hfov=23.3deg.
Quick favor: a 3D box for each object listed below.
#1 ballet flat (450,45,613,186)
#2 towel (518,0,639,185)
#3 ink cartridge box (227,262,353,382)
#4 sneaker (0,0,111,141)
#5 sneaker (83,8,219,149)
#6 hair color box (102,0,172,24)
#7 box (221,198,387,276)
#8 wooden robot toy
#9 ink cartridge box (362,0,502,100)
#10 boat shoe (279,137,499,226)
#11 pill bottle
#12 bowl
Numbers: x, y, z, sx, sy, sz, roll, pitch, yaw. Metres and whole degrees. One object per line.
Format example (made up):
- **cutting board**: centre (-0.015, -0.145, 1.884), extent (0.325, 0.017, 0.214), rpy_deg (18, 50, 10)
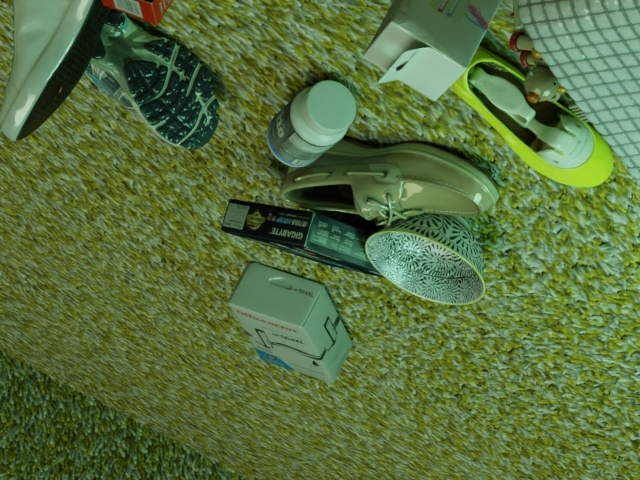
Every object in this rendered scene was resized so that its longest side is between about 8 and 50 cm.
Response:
- **ballet flat**: centre (0.232, -0.129, 1.685), extent (0.231, 0.077, 0.077), rpy_deg (37, -178, -13)
- **towel**: centre (0.349, -0.176, 1.424), extent (0.235, 0.121, 0.284), rpy_deg (-3, 141, 48)
- **ink cartridge box**: centre (-0.049, 0.136, 2.552), extent (0.148, 0.086, 0.203), rpy_deg (16, 155, 26)
- **sneaker**: centre (-0.334, -0.262, 1.873), extent (0.123, 0.290, 0.106), rpy_deg (33, -161, 7)
- **sneaker**: centre (-0.248, -0.230, 2.019), extent (0.283, 0.110, 0.122), rpy_deg (45, 165, -19)
- **hair color box**: centre (-0.176, -0.309, 1.689), extent (0.072, 0.141, 0.043), rpy_deg (21, 156, 14)
- **box**: centre (0.000, 0.000, 2.147), extent (0.175, 0.051, 0.220), rpy_deg (11, 174, 45)
- **wooden robot toy**: centre (0.231, -0.170, 1.610), extent (0.076, 0.079, 0.173), rpy_deg (5, 148, 42)
- **ink cartridge box**: centre (0.114, -0.217, 1.556), extent (0.090, 0.143, 0.092), rpy_deg (31, 157, -6)
- **boat shoe**: centre (0.083, -0.063, 1.972), extent (0.302, 0.098, 0.109), rpy_deg (12, 152, 33)
- **pill bottle**: centre (-0.010, -0.146, 1.928), extent (0.078, 0.078, 0.137), rpy_deg (32, 156, -10)
- **bowl**: centre (0.151, 0.007, 2.061), extent (0.170, 0.080, 0.170), rpy_deg (20, 153, 10)
